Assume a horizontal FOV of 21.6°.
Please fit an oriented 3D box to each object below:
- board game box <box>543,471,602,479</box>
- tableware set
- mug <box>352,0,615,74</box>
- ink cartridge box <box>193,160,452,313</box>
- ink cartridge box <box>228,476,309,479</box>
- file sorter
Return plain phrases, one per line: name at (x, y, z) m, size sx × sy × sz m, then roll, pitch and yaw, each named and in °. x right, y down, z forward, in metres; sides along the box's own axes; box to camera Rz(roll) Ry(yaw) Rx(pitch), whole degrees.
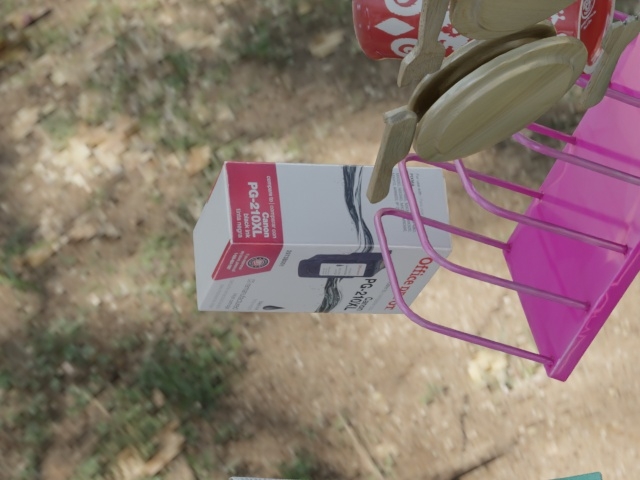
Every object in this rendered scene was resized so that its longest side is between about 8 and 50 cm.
board game box at (0.087, 0.237, 0.879) m, size 0.160 × 0.047 × 0.210 m, roll -10°, pitch 99°, yaw 12°
tableware set at (0.078, -0.095, 0.695) m, size 0.128 × 0.194 × 0.039 m, roll -24°, pitch 70°, yaw -15°
mug at (0.128, -0.194, 1.234) m, size 0.169 × 0.113 × 0.150 m, roll 11°, pitch 66°, yaw 24°
ink cartridge box at (0.000, 0.000, 1.754) m, size 0.237 × 0.172 × 0.100 m, roll 1°, pitch 64°, yaw -16°
ink cartridge box at (0.030, 0.431, 1.908) m, size 0.330 × 0.324 × 0.071 m, roll 6°, pitch 18°, yaw -18°
file sorter at (0.191, -0.063, 1.507) m, size 0.182 × 0.291 × 0.202 m, roll 17°, pitch 31°, yaw -20°
